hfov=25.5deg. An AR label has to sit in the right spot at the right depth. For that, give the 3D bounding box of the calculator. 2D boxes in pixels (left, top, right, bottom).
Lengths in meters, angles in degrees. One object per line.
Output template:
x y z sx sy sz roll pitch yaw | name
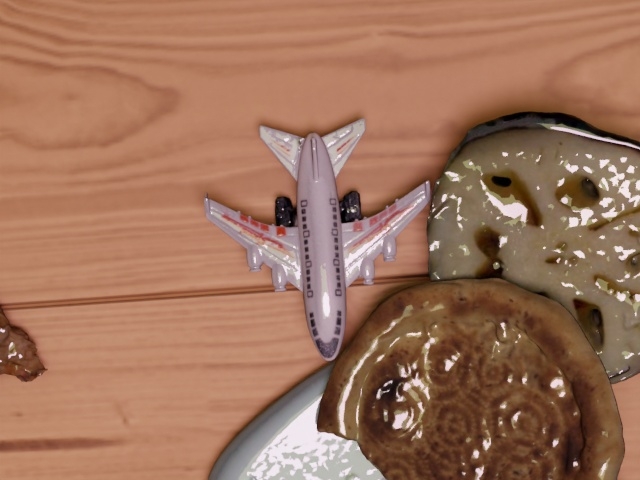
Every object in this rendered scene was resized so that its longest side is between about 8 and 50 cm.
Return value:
0.023 0.192 1.052 0.295 0.042 0.184 -40 94 3 | calculator

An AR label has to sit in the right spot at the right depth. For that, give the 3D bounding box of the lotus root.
0.177 -0.001 1.018 0.204 0.078 0.183 30 109 5 | lotus root

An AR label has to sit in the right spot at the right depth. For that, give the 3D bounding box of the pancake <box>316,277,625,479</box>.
0.103 0.136 0.978 0.212 0.029 0.235 -36 69 15 | pancake

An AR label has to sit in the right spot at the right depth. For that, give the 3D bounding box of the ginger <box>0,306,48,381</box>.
-0.345 0.140 1.042 0.290 0.084 0.122 -36 116 0 | ginger

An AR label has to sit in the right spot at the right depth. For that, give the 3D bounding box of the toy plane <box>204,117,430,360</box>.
0.000 0.000 1.023 0.162 0.065 0.171 -4 97 0 | toy plane
